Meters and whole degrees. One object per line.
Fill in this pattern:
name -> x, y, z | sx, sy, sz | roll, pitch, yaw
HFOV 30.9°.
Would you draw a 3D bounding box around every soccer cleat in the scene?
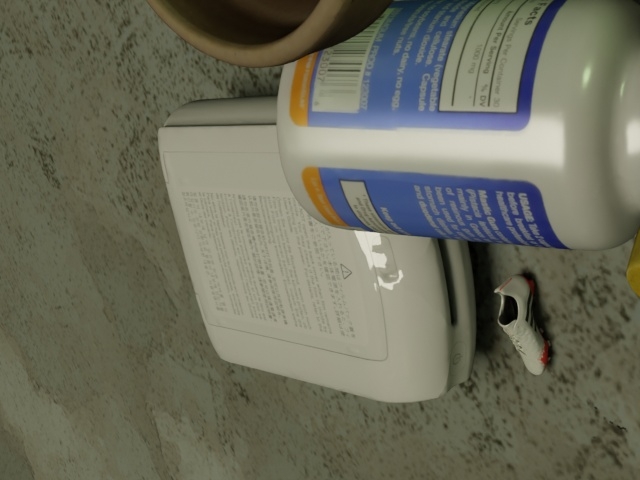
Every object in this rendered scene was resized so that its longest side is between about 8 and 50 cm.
soccer cleat -> 0.152, 0.067, 0.880 | 0.029, 0.035, 0.083 | 9, 117, 51

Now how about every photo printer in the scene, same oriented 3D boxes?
photo printer -> 0.000, 0.000, 0.980 | 0.307, 0.107, 0.256 | 5, 114, 52

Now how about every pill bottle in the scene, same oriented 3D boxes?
pill bottle -> 0.122, -0.072, 0.705 | 0.272, 0.152, 0.152 | 6, 116, 33

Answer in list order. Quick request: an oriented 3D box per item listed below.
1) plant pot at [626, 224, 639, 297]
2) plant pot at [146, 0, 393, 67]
plant pot -> 0.257, -0.011, 0.472 | 0.212, 0.187, 0.212 | 47, 160, -1
plant pot -> 0.018, -0.257, 0.687 | 0.263, 0.229, 0.263 | 32, 135, 40
